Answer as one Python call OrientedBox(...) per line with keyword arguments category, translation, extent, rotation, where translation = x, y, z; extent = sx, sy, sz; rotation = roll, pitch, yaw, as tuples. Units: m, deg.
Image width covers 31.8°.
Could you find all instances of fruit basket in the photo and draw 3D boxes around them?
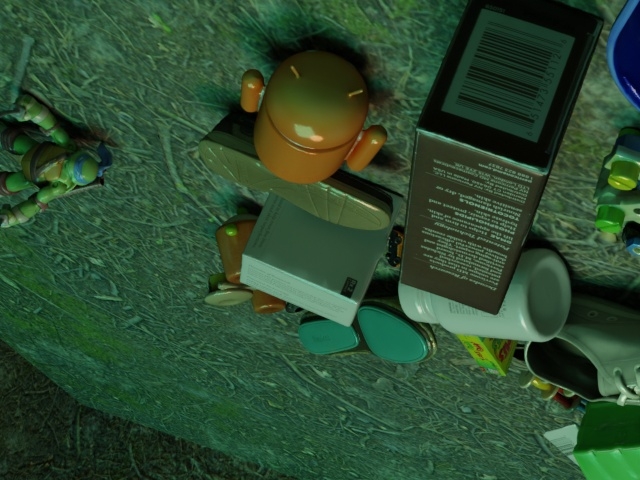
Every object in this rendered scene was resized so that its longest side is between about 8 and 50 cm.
OrientedBox(category="fruit basket", translation=(0.608, 0.386, 1.890), extent=(0.353, 0.165, 0.327), rotation=(36, 147, -27))

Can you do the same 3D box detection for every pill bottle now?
OrientedBox(category="pill bottle", translation=(0.232, 0.074, 1.623), extent=(0.229, 0.131, 0.131), rotation=(1, 149, 43))

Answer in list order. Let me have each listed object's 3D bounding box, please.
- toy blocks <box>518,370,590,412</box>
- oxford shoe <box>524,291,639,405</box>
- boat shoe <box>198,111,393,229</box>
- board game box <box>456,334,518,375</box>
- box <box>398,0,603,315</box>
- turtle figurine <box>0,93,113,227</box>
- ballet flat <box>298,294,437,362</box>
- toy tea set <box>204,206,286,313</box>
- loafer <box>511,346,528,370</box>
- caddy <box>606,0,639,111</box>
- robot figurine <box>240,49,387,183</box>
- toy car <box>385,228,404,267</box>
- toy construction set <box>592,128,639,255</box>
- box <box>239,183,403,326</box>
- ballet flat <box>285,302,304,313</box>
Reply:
OrientedBox(category="toy blocks", translation=(0.437, 0.260, 1.949), extent=(0.148, 0.054, 0.123), rotation=(29, 158, -14))
OrientedBox(category="oxford shoe", translation=(0.472, 0.179, 1.542), extent=(0.449, 0.130, 0.169), rotation=(11, 134, 41))
OrientedBox(category="boat shoe", translation=(-0.025, -0.102, 1.530), extent=(0.285, 0.092, 0.103), rotation=(21, 154, 14))
OrientedBox(category="board game box", translation=(0.263, 0.134, 1.782), extent=(0.043, 0.092, 0.181), rotation=(7, 153, 33))
OrientedBox(category="box", translation=(0.185, -0.081, 1.235), extent=(0.143, 0.191, 0.381), rotation=(20, 159, 8))
OrientedBox(category="turtle figurine", translation=(-0.509, -0.131, 1.827), extent=(0.266, 0.275, 0.197), rotation=(7, 119, 45))
OrientedBox(category="ballet flat", translation=(0.098, 0.143, 1.949), extent=(0.123, 0.123, 0.348), rotation=(37, 155, -29))
OrientedBox(category="toy tea set", translation=(-0.105, 0.032, 1.948), extent=(0.200, 0.124, 0.336), rotation=(-1, 162, -20))
OrientedBox(category="loafer", translation=(0.364, 0.199, 1.900), extent=(0.039, 0.045, 0.125), rotation=(38, 158, -25))
OrientedBox(category="caddy", translation=(0.362, -0.178, 0.851), extent=(0.241, 0.179, 0.341), rotation=(21, 158, 5))
OrientedBox(category="robot figurine", translation=(-0.011, -0.149, 1.366), extent=(0.158, 0.128, 0.219), rotation=(60, 162, 11))
OrientedBox(category="toy car", translation=(0.138, 0.007, 1.673), extent=(0.040, 0.060, 0.122), rotation=(-3, 175, -22))
OrientedBox(category="toy construction set", translation=(0.430, -0.023, 1.202), extent=(0.328, 0.151, 0.215), rotation=(37, 157, -5))
OrientedBox(category="box", translation=(0.000, 0.000, 1.620), extent=(0.182, 0.181, 0.119), rotation=(23, 158, 3))
OrientedBox(category="ballet flat", translation=(-0.024, 0.110, 2.058), extent=(0.049, 0.057, 0.173), rotation=(48, 155, 1))
